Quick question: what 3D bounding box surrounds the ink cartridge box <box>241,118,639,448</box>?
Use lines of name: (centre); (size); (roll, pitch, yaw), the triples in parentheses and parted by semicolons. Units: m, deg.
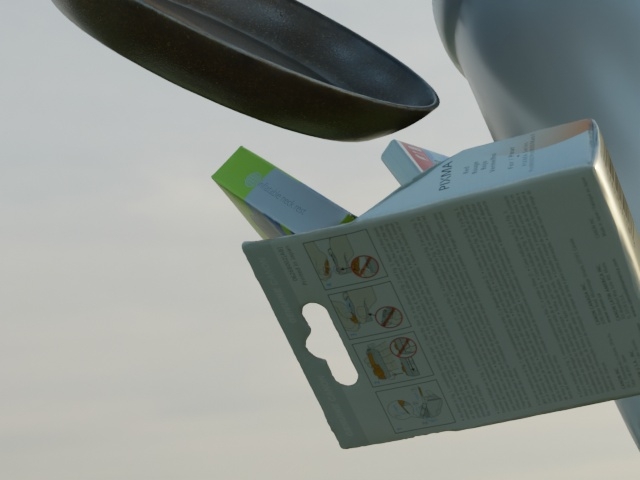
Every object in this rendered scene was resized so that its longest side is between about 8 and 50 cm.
ink cartridge box: (0.071, 0.027, 0.945); (0.179, 0.045, 0.145); (-12, -56, 21)

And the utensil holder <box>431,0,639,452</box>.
utensil holder: (0.293, -0.070, 1.325); (0.327, 0.385, 0.327); (-16, -30, -9)

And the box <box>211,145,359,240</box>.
box: (0.000, 0.000, 1.474); (0.178, 0.042, 0.109); (33, -14, 49)

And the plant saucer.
plant saucer: (-0.066, -0.142, 1.316); (0.310, 0.050, 0.310); (23, 14, -6)

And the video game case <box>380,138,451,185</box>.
video game case: (0.203, 0.009, 1.649); (0.285, 0.204, 0.025); (15, -62, -39)
